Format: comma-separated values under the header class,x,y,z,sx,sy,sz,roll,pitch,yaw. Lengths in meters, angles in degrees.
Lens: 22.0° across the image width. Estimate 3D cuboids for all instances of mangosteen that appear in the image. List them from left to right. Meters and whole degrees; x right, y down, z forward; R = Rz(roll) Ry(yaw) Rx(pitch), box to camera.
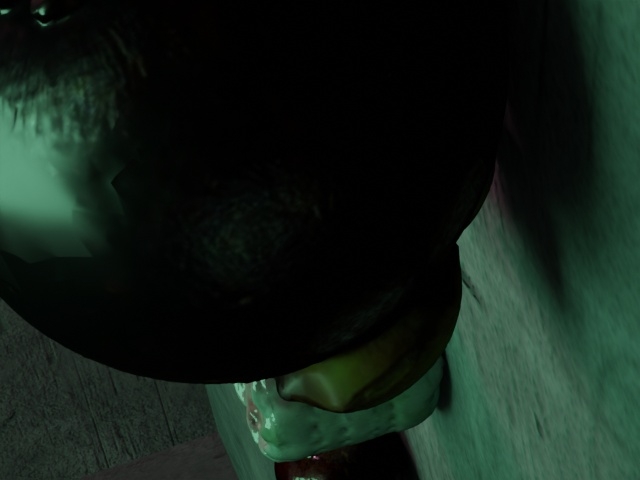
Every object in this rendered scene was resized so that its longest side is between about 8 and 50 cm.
class,x,y,z,sx,sy,sz,roll,pitch,yaw
mangosteen,-0.034,-0.065,0.857,0.347,0.307,0.307,40,-160,-50
mangosteen,0.026,0.218,1.534,0.140,0.140,0.140,162,90,-81

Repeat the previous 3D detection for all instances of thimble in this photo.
class,x,y,z,sx,sy,sz,roll,pitch,yaw
thimble,-0.001,0.059,1.267,0.211,0.149,0.185,83,168,-47
